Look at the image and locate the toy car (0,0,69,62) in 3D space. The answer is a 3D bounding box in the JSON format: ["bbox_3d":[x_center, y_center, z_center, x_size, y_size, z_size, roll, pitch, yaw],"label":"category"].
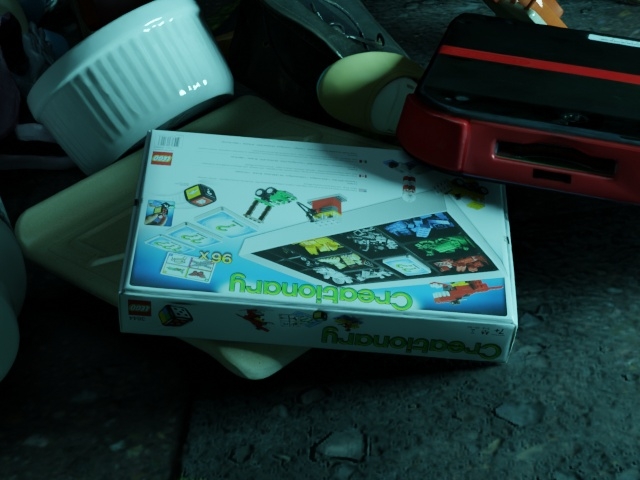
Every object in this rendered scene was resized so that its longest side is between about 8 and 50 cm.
[{"bbox_3d":[-0.496,-0.243,1.822,0.219,0.238,0.210,13,41,-47],"label":"toy car"}]

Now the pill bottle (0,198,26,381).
[{"bbox_3d":[-0.365,0.011,1.256,0.176,0.176,0.318,-20,36,-12],"label":"pill bottle"}]

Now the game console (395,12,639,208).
[{"bbox_3d":[0.279,-0.116,1.246,0.386,0.060,0.342,11,24,10],"label":"game console"}]

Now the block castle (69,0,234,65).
[{"bbox_3d":[-0.188,-0.372,1.843,0.303,0.213,0.453,-19,29,-10],"label":"block castle"}]

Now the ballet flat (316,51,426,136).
[{"bbox_3d":[0.097,-0.131,1.346,0.232,0.080,0.073,5,25,-46],"label":"ballet flat"}]

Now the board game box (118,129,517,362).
[{"bbox_3d":[0.000,0.000,1.128,0.305,0.053,0.193,5,45,-2],"label":"board game box"}]

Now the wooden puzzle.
[{"bbox_3d":[-0.059,-0.004,1.279,0.322,0.080,0.348,-32,39,-31],"label":"wooden puzzle"}]

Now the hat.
[{"bbox_3d":[-0.021,-0.206,1.515,0.134,0.331,0.331,-52,22,19],"label":"hat"}]

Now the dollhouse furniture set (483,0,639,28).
[{"bbox_3d":[0.298,-0.352,1.592,0.259,0.262,0.135,-52,37,0],"label":"dollhouse furniture set"}]

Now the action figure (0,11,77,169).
[{"bbox_3d":[-0.469,-0.117,1.608,0.370,0.248,0.276,-28,72,-1],"label":"action figure"}]

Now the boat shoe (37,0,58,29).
[{"bbox_3d":[-0.440,-0.337,2.009,0.108,0.102,0.301,11,58,25],"label":"boat shoe"}]

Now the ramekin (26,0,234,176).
[{"bbox_3d":[-0.186,-0.149,1.426,0.207,0.109,0.207,-33,-3,-2],"label":"ramekin"}]
